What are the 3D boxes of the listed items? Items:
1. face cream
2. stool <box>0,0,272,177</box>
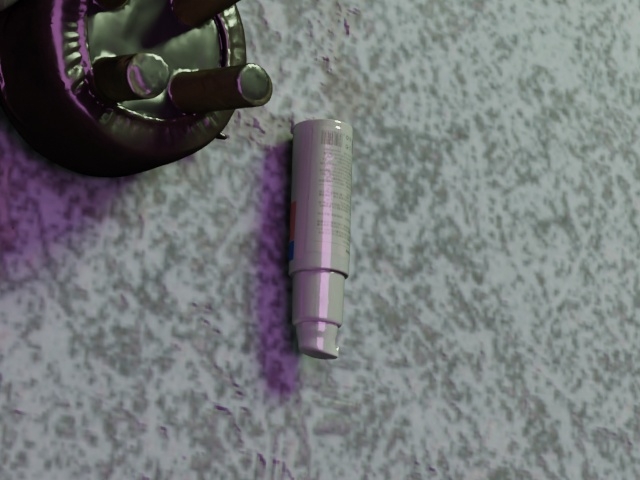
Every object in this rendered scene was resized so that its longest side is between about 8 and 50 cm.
[{"bbox_3d":[0.000,0.000,1.043,0.034,0.034,0.130,9,72,-28],"label":"face cream"},{"bbox_3d":[-0.116,-0.114,0.959,0.217,0.121,0.125,35,64,-24],"label":"stool"}]
